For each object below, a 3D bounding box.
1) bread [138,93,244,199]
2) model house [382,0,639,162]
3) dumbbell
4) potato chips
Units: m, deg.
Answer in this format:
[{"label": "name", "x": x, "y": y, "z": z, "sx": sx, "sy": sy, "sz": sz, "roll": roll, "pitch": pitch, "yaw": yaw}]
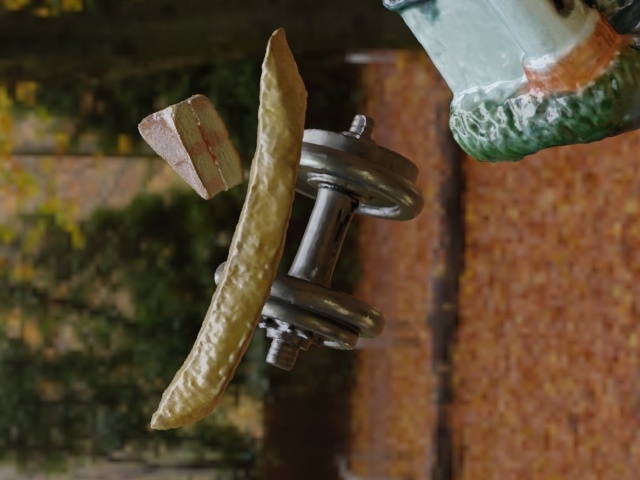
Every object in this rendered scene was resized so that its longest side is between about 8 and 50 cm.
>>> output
[{"label": "bread", "x": -0.102, "y": -0.085, "z": 1.405, "sx": 0.109, "sy": 0.043, "sz": 0.062, "roll": 42, "pitch": 145, "yaw": 36}, {"label": "model house", "x": 0.134, "y": -0.235, "z": 1.386, "sx": 0.291, "sy": 0.184, "sz": 0.253, "roll": 46, "pitch": -135, "yaw": -25}, {"label": "dumbbell", "x": 0.000, "y": 0.000, "z": 1.978, "sx": 0.192, "sy": 0.192, "sz": 0.290, "roll": 106, "pitch": -177, "yaw": -81}, {"label": "potato chips", "x": -0.071, "y": 0.004, "z": 1.718, "sx": 0.057, "sy": 0.080, "sz": 0.407, "roll": -28, "pitch": -44, "yaw": -75}]
